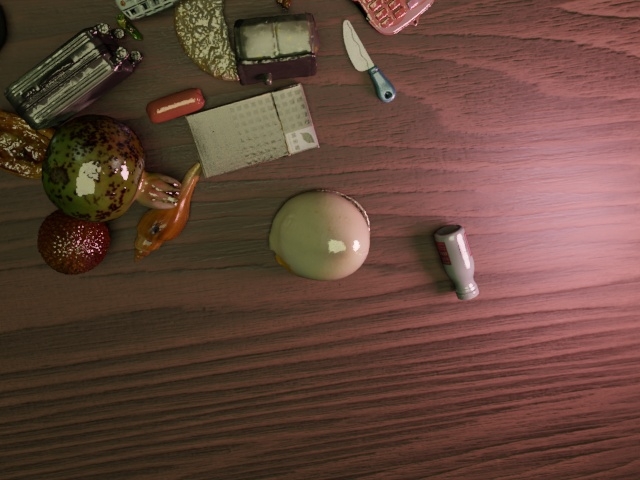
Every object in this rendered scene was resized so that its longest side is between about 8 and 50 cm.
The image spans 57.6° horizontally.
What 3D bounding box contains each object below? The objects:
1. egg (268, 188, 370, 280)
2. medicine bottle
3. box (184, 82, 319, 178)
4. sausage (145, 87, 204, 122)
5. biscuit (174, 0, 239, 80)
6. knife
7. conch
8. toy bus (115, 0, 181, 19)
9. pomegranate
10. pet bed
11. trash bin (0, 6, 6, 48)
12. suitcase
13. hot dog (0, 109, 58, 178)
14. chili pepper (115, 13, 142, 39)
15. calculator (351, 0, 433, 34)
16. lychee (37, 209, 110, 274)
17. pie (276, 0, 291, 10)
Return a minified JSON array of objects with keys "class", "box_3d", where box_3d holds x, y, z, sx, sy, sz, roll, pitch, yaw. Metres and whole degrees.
[{"class":"egg","box_3d":[0.002,-0.004,1.619,0.286,0.174,0.264,13,101,-5]},{"class":"medicine bottle","box_3d":[0.405,0.066,1.713,0.090,0.090,0.216,-20,107,1]},{"class":"box","box_3d":[-0.183,-0.298,1.584,0.325,0.047,0.180,-16,107,1]},{"class":"sausage","box_3d":[-0.383,-0.358,1.541,0.154,0.062,0.062,-18,107,1]},{"class":"biscuit","box_3d":[-0.305,-0.548,1.506,0.141,0.038,0.289,-12,105,0]},{"class":"knife","box_3d":[0.121,-0.477,1.569,0.058,0.032,0.244,-35,101,14]},{"class":"conch","box_3d":[-0.421,-0.071,1.606,0.109,0.093,0.330,36,99,-6]},{"class":"toy bus","box_3d":[-0.414,-0.610,1.440,0.194,0.087,0.089,-16,112,15]},{"class":"pomegranate","box_3d":[-0.522,-0.167,1.488,0.341,0.285,0.285,17,105,-26]},{"class":"pet bed","box_3d":[-0.108,-0.473,1.467,0.211,0.183,0.159,-6,102,-4]},{"class":"trash bin","box_3d":[-0.907,-0.544,1.430,0.236,0.101,0.176,28,104,-9]},{"class":"suitcase","box_3d":[-0.603,-0.402,1.439,0.312,0.202,0.128,-34,106,5]},{"class":"hot dog","box_3d":[-0.782,-0.253,1.524,0.227,0.099,0.160,16,110,-6]},{"class":"chili pepper","box_3d":[-0.489,-0.543,1.477,0.034,0.091,0.030,24,81,26]},{"class":"calculator","box_3d":[0.157,-0.693,1.493,0.220,0.048,0.329,-37,112,5]},{"class":"lychee","box_3d":[-0.661,0.000,1.562,0.194,0.194,0.194,-1,106,-4]},{"class":"pie","box_3d":[-0.124,-0.684,1.484,0.088,0.033,0.191,-43,99,1]}]
